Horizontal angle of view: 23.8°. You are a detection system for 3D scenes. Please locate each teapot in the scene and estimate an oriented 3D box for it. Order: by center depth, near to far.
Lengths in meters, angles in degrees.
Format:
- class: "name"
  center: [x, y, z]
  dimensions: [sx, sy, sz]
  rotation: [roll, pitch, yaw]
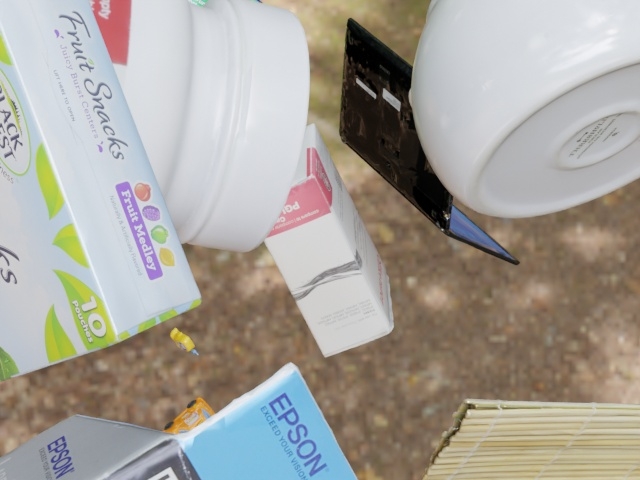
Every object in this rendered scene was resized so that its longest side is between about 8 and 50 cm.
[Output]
- class: "teapot"
  center: [0.169, -0.151, 1.111]
  dimensions: [0.256, 0.252, 0.187]
  rotation: [-27, 66, 11]

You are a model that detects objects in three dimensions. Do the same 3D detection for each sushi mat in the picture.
- class: "sushi mat"
  center: [0.206, 0.155, 1.009]
  dimensions: [0.316, 0.151, 0.019]
  rotation: [3, 49, -22]

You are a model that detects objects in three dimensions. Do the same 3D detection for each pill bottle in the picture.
- class: "pill bottle"
  center: [-0.227, -0.104, 0.985]
  dimensions: [0.408, 0.229, 0.229]
  rotation: [8, 20, -20]

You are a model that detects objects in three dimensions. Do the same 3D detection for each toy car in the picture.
- class: "toy car"
  center: [-0.136, 0.153, 1.497]
  dimensions: [0.060, 0.122, 0.040]
  rotation: [-26, 20, -22]

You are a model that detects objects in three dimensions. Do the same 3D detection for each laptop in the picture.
- class: "laptop"
  center: [0.137, -0.115, 1.823]
  dimensions: [0.136, 0.264, 0.234]
  rotation: [-18, 41, -27]

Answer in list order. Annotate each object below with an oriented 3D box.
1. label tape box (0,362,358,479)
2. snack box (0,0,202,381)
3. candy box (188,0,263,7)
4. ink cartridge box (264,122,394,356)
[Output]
- class: "label tape box"
  center: [-0.121, 0.240, 0.837]
  dimensions: [0.348, 0.249, 0.115]
  rotation: [-31, 19, -8]
- class: "snack box"
  center: [-0.100, -0.031, 0.467]
  dimensions: [0.037, 0.141, 0.100]
  rotation: [-22, 1, -44]
- class: "candy box"
  center: [-0.236, -0.161, 1.823]
  dimensions: [0.317, 0.122, 0.268]
  rotation: [-61, 15, -25]
- class: "ink cartridge box"
  center: [0.000, 0.000, 1.746]
  dimensions: [0.092, 0.218, 0.158]
  rotation: [-24, 24, 11]
